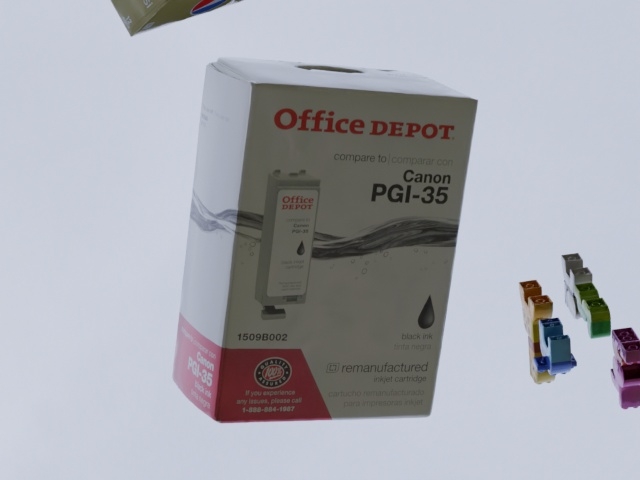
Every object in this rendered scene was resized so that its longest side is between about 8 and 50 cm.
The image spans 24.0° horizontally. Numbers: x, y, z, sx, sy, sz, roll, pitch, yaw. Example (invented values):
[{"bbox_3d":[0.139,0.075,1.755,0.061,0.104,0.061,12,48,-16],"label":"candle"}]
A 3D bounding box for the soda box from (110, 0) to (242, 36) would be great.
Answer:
[{"bbox_3d":[-0.069,-0.203,1.072,0.181,0.058,0.061,-26,-94,-41],"label":"soda box"}]

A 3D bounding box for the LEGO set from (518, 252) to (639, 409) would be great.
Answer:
[{"bbox_3d":[0.239,0.102,1.453,0.087,0.227,0.093,-7,-67,-3],"label":"LEGO set"}]

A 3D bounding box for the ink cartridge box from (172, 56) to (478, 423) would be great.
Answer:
[{"bbox_3d":[0.000,0.000,1.263,0.207,0.117,0.283,1,-76,-24],"label":"ink cartridge box"}]
